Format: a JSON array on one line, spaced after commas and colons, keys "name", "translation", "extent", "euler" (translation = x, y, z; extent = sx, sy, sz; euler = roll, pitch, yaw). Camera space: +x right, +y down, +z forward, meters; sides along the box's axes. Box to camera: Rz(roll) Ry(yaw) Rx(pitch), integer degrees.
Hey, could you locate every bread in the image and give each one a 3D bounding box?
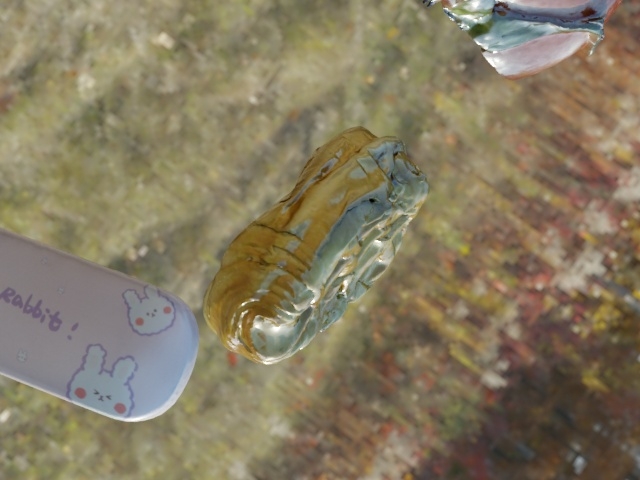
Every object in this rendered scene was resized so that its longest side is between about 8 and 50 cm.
[{"name": "bread", "translation": [0.000, 0.000, 0.551], "extent": [0.110, 0.044, 0.083], "euler": [-40, 165, -50]}]

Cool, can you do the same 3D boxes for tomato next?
[{"name": "tomato", "translation": [0.150, -0.282, 1.071], "extent": [0.170, 0.309, 0.309], "euler": [-17, -175, 18]}]

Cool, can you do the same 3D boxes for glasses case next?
[{"name": "glasses case", "translation": [-0.242, 0.057, 1.201], "extent": [0.075, 0.296, 0.113], "euler": [44, 66, -77]}]
